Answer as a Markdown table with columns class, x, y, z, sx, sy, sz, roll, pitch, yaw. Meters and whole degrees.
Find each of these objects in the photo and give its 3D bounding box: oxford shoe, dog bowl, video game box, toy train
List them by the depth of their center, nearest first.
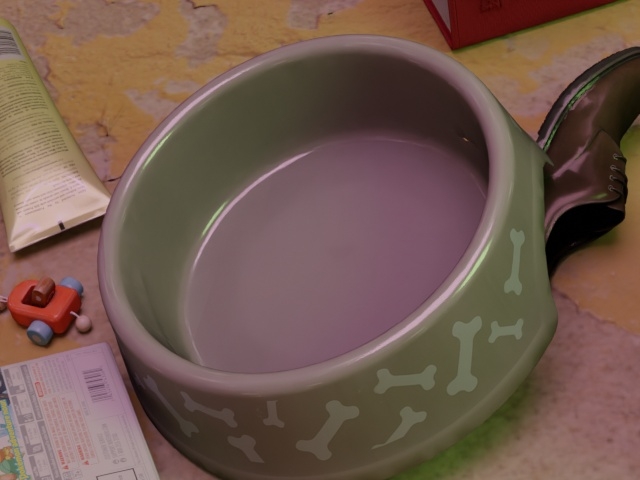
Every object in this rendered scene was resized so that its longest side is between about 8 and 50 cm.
| class | x | y | z | sx | sy | sz | roll | pitch | yaw |
| --- | --- | --- | --- | --- | --- | --- | --- | --- | --- |
| video game box | -0.209 | 0.162 | 1.173 | 0.187 | 0.048 | 0.205 | -10 | 36 | -15 |
| dog bowl | 0.000 | 0.000 | 1.232 | 0.348 | 0.102 | 0.349 | -13 | 51 | 16 |
| toy train | -0.256 | 0.074 | 1.302 | 0.125 | 0.046 | 0.166 | 17 | 52 | 25 |
| oxford shoe | 0.201 | -0.049 | 1.309 | 0.096 | 0.083 | 0.227 | 28 | 70 | 29 |

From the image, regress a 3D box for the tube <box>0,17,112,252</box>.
| class | x | y | z | sx | sy | sz | roll | pitch | yaw |
| --- | --- | --- | --- | --- | --- | --- | --- | --- | --- |
| tube | -0.249 | -0.090 | 1.454 | 0.070 | 0.062 | 0.240 | -50 | 48 | 24 |

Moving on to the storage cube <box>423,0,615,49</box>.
| class | x | y | z | sx | sy | sz | roll | pitch | yaw |
| --- | --- | --- | --- | --- | --- | --- | --- | --- | --- |
| storage cube | 0.163 | -0.310 | 1.485 | 0.193 | 0.184 | 0.215 | -17 | 46 | -5 |
